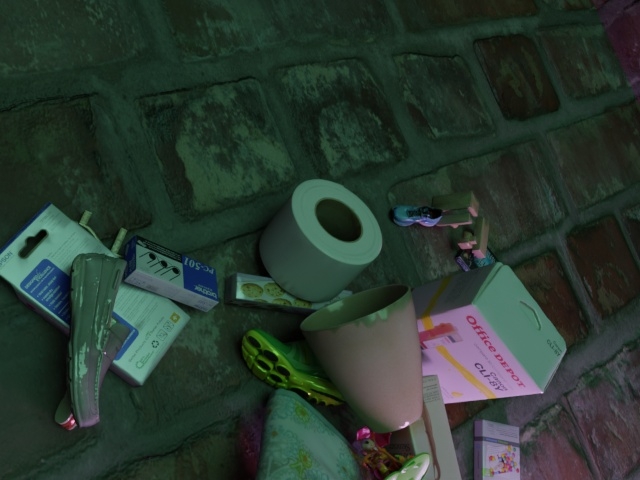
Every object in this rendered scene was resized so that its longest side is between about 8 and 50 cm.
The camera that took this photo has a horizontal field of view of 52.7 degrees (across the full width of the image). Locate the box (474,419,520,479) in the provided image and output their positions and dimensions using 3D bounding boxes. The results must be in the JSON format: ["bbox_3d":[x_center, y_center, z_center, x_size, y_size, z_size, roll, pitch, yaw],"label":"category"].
[{"bbox_3d":[0.484,0.597,1.773,0.145,0.038,0.186,19,65,-28],"label":"box"}]

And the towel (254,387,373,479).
[{"bbox_3d":[0.021,0.513,1.344,0.374,0.090,0.320,43,13,-15],"label":"towel"}]

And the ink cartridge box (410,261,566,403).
[{"bbox_3d":[0.348,0.240,1.584,0.279,0.384,0.160,50,54,-9],"label":"ink cartridge box"}]

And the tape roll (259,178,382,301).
[{"bbox_3d":[0.000,0.000,1.523,0.246,0.169,0.246,21,45,-22],"label":"tape roll"}]

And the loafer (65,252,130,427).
[{"bbox_3d":[-0.407,0.177,1.191,0.111,0.112,0.320,4,73,-23],"label":"loafer"}]

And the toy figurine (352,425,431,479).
[{"bbox_3d":[0.132,0.480,1.439,0.173,0.159,0.130,-1,118,-45],"label":"toy figurine"}]

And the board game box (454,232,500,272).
[{"bbox_3d":[0.495,0.084,1.963,0.186,0.026,0.126,50,54,-10],"label":"board game box"}]

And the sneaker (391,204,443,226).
[{"bbox_3d":[0.277,-0.080,1.836,0.162,0.073,0.064,-1,74,-23],"label":"sneaker"}]

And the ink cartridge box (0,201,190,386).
[{"bbox_3d":[-0.453,0.111,1.286,0.371,0.069,0.176,44,56,-17],"label":"ink cartridge box"}]

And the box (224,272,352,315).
[{"bbox_3d":[-0.070,0.135,1.538,0.323,0.063,0.067,12,67,-30],"label":"box"}]

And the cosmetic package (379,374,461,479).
[{"bbox_3d":[0.227,0.487,1.566,0.129,0.153,0.296,-4,75,-33],"label":"cosmetic package"}]

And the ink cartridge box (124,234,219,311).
[{"bbox_3d":[-0.312,0.072,1.359,0.207,0.046,0.097,29,34,-38],"label":"ink cartridge box"}]

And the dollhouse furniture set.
[{"bbox_3d":[0.415,-0.041,1.929,0.151,0.123,0.144,42,52,-44],"label":"dollhouse furniture set"}]

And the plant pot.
[{"bbox_3d":[0.119,0.270,1.425,0.256,0.256,0.274,-24,98,-37],"label":"plant pot"}]

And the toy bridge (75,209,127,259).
[{"bbox_3d":[-0.429,0.004,1.362,0.188,0.026,0.063,28,61,-24],"label":"toy bridge"}]

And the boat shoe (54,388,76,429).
[{"bbox_3d":[-0.458,0.293,1.235,0.043,0.049,0.137,70,33,-52],"label":"boat shoe"}]

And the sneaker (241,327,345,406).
[{"bbox_3d":[-0.056,0.279,1.488,0.295,0.109,0.124,34,41,-22],"label":"sneaker"}]
